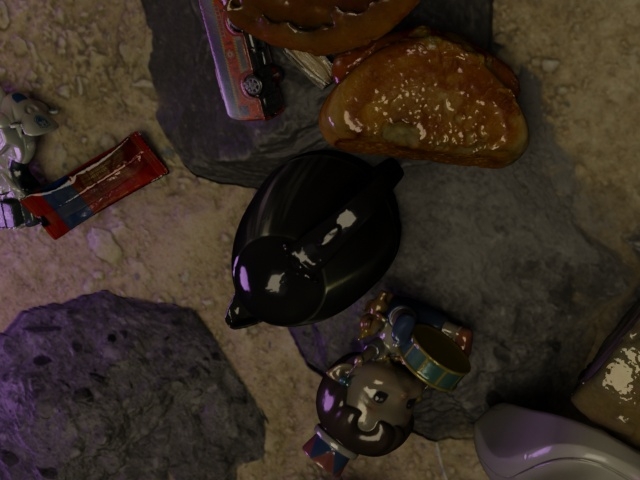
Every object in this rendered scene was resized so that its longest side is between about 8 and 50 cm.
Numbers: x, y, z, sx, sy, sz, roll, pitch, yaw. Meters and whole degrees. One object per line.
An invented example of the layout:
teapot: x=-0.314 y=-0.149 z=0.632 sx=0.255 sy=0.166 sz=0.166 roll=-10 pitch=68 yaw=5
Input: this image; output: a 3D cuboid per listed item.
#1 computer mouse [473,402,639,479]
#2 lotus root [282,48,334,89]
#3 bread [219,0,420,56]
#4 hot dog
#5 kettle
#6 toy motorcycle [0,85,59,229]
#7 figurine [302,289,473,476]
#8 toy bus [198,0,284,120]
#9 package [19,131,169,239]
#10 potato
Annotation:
computer mouse: x=0.304 y=0.296 z=1.552 sx=0.184 sy=0.297 sz=0.121 roll=37 pitch=79 yaw=-25
lotus root: x=-0.014 y=-0.236 z=1.583 sx=0.083 sy=0.030 sz=0.037 roll=44 pitch=86 yaw=-5
bread: x=0.011 y=-0.405 z=1.416 sx=0.358 sy=0.204 sz=0.337 roll=-42 pitch=91 yaw=23
hot dog: x=0.130 y=-0.179 z=1.475 sx=0.257 sy=0.150 sz=0.153 roll=7 pitch=84 yaw=-6
kettle: x=-0.004 y=0.015 z=1.543 sx=0.251 sy=0.271 sz=0.207 roll=-6 pitch=109 yaw=21
toy motorcycle: x=-0.434 y=-0.119 z=1.732 sx=0.150 sy=0.102 sz=0.221 roll=5 pitch=112 yaw=31
figurine: x=0.084 y=0.206 z=1.652 sx=0.161 sy=0.158 sz=0.275 roll=16 pitch=121 yaw=-33
toy bus: x=-0.104 y=-0.252 z=1.590 sx=0.077 sy=0.065 sz=0.192 roll=-3 pitch=109 yaw=31
package: x=-0.319 y=-0.077 z=1.709 sx=0.200 sy=0.022 sz=0.083 roll=-29 pitch=120 yaw=8
potato: x=0.475 y=0.173 z=1.494 sx=0.264 sy=0.189 sz=0.211 roll=40 pitch=117 yaw=0
